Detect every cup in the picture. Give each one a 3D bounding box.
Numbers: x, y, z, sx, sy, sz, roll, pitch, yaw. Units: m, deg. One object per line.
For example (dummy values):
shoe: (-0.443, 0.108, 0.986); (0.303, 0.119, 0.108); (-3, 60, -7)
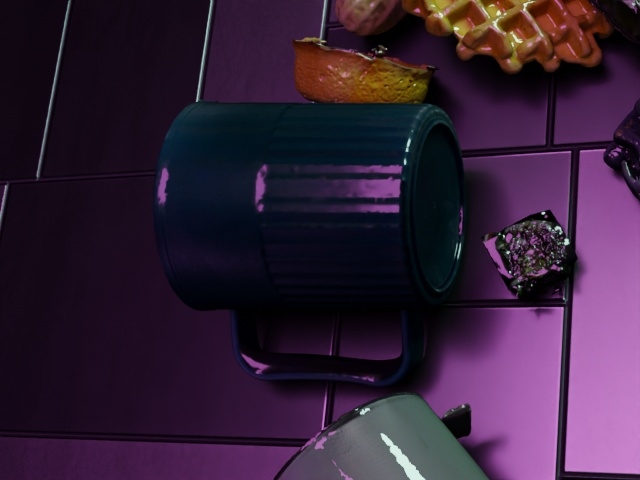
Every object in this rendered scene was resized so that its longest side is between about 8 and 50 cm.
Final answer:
cup: (-0.006, -0.009, 1.476); (0.292, 0.242, 0.308); (0, 68, 22)

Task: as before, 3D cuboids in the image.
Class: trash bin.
trash bin: (0.097, 0.318, 1.317); (0.277, 0.217, 0.262); (-33, 59, -13)

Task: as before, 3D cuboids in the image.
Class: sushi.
sushi: (0.236, 0.021, 1.461); (0.083, 0.056, 0.085); (-29, 60, 4)

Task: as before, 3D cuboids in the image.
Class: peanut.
peanut: (0.097, -0.326, 1.635); (0.194, 0.093, 0.083); (-46, 57, -11)

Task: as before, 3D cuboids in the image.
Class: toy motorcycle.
toy motorcycle: (0.370, -0.110, 1.445); (0.124, 0.061, 0.193); (-1, 72, 27)

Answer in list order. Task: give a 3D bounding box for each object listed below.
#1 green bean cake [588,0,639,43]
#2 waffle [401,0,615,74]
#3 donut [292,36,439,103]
green bean cake: (0.413, -0.310, 1.428); (0.255, 0.132, 0.241); (-36, 67, -5)
waffle: (0.223, -0.325, 1.548); (0.309, 0.065, 0.283); (15, 66, 6)
donut: (0.057, -0.189, 1.556); (0.146, 0.181, 0.078); (16, 99, 29)
